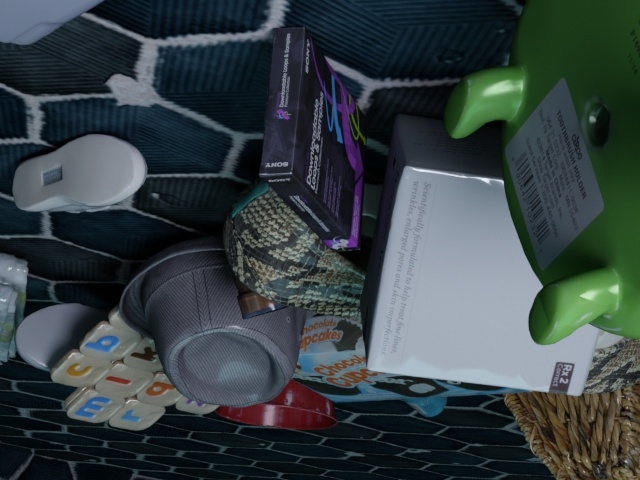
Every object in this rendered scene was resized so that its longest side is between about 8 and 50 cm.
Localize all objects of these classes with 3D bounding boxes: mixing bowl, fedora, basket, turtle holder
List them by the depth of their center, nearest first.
[{"bbox_3d":[0.230,-0.095,0.703,0.227,0.243,0.320,-4,125,-20],"label":"turtle holder"},{"bbox_3d":[-0.099,0.106,1.420,0.243,0.124,0.275,-10,150,2],"label":"fedora"},{"bbox_3d":[0.386,0.281,1.744,0.223,0.213,0.299,-9,156,36],"label":"basket"},{"bbox_3d":[-0.059,0.212,1.858,0.181,0.098,0.181,6,162,2],"label":"mixing bowl"}]

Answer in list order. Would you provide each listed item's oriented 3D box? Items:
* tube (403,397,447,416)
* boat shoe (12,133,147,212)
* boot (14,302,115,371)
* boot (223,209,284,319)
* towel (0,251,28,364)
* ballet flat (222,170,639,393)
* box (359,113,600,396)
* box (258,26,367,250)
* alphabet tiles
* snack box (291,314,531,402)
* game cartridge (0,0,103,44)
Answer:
[{"bbox_3d":[0.118,0.201,1.860,0.080,0.052,0.207,-10,150,29],"label":"tube"},{"bbox_3d":[-0.210,-0.053,1.167,0.184,0.066,0.063,-15,166,43],"label":"boat shoe"},{"bbox_3d":[-0.276,0.133,1.651,0.258,0.095,0.123,1,168,-25],"label":"boot"},{"bbox_3d":[0.000,0.000,1.261,0.219,0.106,0.082,-17,178,-41],"label":"boot"},{"bbox_3d":[-0.553,0.061,1.583,0.374,0.090,0.320,10,159,-12],"label":"towel"},{"bbox_3d":[0.154,0.029,1.173,0.482,0.164,0.182,16,150,-19],"label":"ballet flat"},{"bbox_3d":[0.134,0.011,1.015,0.182,0.181,0.119,7,-156,-5],"label":"box"},{"bbox_3d":[-0.002,-0.072,0.955,0.029,0.116,0.162,-3,160,20],"label":"box"},{"bbox_3d":[-0.185,0.143,1.585,0.284,0.021,0.278,-42,142,23],"label":"alphabet tiles"},{"bbox_3d":[0.094,0.152,1.663,0.322,0.060,0.187,-9,150,38],"label":"snack box"},{"bbox_3d":[-0.243,-0.206,0.729,0.294,0.060,0.196,20,153,-36],"label":"game cartridge"}]
